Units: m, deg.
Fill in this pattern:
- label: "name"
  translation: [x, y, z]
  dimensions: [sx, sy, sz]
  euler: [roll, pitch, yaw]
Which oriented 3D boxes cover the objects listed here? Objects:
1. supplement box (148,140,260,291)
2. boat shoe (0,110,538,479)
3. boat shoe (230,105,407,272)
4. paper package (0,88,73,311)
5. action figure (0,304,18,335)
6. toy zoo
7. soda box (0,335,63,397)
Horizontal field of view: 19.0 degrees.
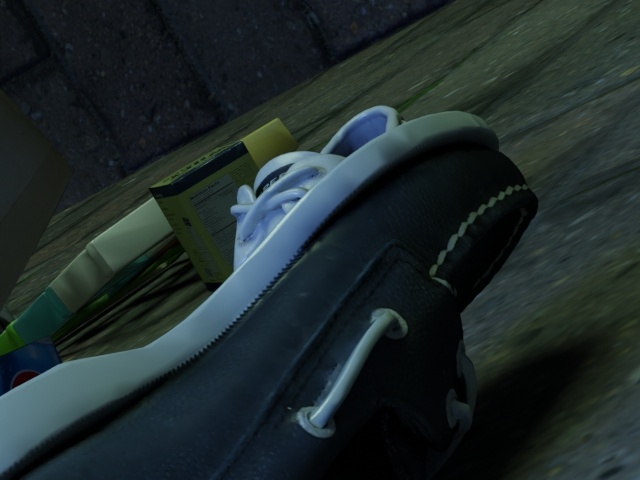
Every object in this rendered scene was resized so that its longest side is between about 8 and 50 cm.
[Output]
- label: "supplement box"
  translation: [-0.063, -0.015, 1.270]
  dimensions: [0.056, 0.083, 0.083]
  euler: [-32, 8, -14]
- label: "boat shoe"
  translation: [-0.010, 0.059, 0.560]
  dimensions: [0.302, 0.091, 0.114]
  euler: [-39, -21, -41]
- label: "boat shoe"
  translation: [0.000, 0.000, 0.900]
  dimensions: [0.096, 0.088, 0.267]
  euler: [-26, 8, 31]
- label: "paper package"
  translation: [-0.318, 0.053, 0.937]
  dimensions: [0.309, 0.168, 0.325]
  euler: [-14, 40, 44]
- label: "action figure"
  translation: [-0.340, 0.102, 1.548]
  dimensions: [0.185, 0.099, 0.285]
  euler: [-37, -3, -2]
- label: "toy zoo"
  translation: [-0.130, 0.001, 1.437]
  dimensions: [0.192, 0.030, 0.293]
  euler: [-36, -1, -35]
- label: "soda box"
  translation: [-0.218, 0.122, 0.987]
  dimensions: [0.210, 0.067, 0.071]
  euler: [-27, -2, 30]
